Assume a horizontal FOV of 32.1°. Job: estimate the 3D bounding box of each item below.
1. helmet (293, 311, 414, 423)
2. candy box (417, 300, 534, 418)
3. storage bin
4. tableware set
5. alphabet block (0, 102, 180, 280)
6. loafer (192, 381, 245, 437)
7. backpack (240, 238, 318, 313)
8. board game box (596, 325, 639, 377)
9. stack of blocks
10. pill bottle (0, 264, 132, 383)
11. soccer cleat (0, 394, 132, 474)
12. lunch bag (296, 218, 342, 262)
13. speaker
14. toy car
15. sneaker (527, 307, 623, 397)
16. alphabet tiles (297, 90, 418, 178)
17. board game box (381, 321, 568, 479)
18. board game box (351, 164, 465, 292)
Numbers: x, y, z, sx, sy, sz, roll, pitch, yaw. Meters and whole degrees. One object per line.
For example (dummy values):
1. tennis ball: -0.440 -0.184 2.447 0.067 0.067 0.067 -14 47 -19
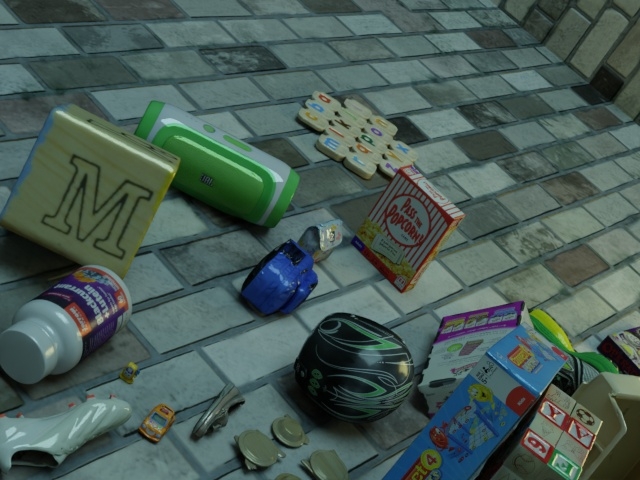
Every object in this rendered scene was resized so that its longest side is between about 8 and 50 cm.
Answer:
1. helmet: 0.059 0.202 1.713 0.161 0.169 0.169 27 28 22
2. candy box: 0.270 0.201 1.901 0.071 0.159 0.233 67 26 -19
3. storage bin: 0.495 0.351 1.801 0.262 0.260 0.123 11 33 -30
4. tableware set: -0.041 0.316 1.601 0.141 0.020 0.168 48 33 20
5. alphabet block: -0.338 -0.076 1.664 0.197 0.193 0.192 27 7 -8
6. loafer: -0.141 0.246 1.589 0.039 0.045 0.125 40 29 -1
7. backpack: -0.066 0.067 1.850 0.101 0.098 0.120 41 31 7
8. board game box: 0.742 0.316 2.272 0.208 0.056 0.347 -3 45 -49
9. stack of blocks: 0.252 0.357 1.534 0.087 0.297 0.171 37 31 8
10. pill bottle: -0.351 0.116 1.518 0.108 0.108 0.193 36 32 6
11. soccer cleat: -0.324 0.248 1.406 0.196 0.068 0.076 -7 53 -37
12. lunch bag: 0.000 0.000 2.014 0.053 0.083 0.071 44 32 19
13. speaker: -0.192 -0.135 1.989 0.296 0.131 0.131 27 32 -9
14. toy car: -0.245 0.219 1.533 0.122 0.040 0.060 44 33 17
15. sneaker: 0.412 0.247 1.992 0.146 0.134 0.343 -6 29 -32
16. alphabet tiles: 0.084 -0.229 2.468 0.278 0.021 0.284 32 31 -1
17. board game box: 0.198 0.269 1.533 0.086 0.302 0.308 40 14 13
18. board game box: 0.161 -0.022 2.082 0.147 0.193 0.045 45 33 20
